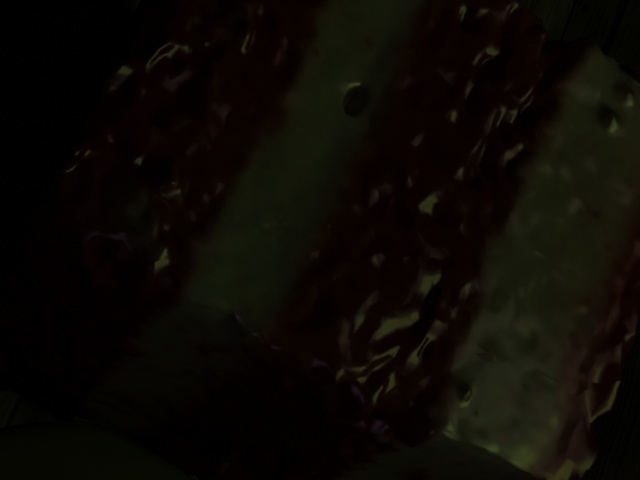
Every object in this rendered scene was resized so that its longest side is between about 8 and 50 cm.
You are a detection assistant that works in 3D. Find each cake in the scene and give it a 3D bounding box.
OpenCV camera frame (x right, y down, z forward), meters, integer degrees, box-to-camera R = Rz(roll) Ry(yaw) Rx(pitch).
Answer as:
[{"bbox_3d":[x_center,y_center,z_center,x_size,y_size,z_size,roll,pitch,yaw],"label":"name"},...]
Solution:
[{"bbox_3d":[0.000,0.000,0.880,0.269,0.319,0.270,-65,-169,-27],"label":"cake"}]

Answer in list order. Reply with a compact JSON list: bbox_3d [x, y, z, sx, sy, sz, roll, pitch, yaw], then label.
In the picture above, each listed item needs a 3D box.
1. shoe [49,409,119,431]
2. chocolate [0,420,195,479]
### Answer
[{"bbox_3d":[-0.148,0.096,1.041,0.072,0.069,0.109,-38,164,21],"label":"shoe"},{"bbox_3d":[-0.150,0.244,0.804,0.314,0.297,0.326,-38,155,-23],"label":"chocolate"}]
